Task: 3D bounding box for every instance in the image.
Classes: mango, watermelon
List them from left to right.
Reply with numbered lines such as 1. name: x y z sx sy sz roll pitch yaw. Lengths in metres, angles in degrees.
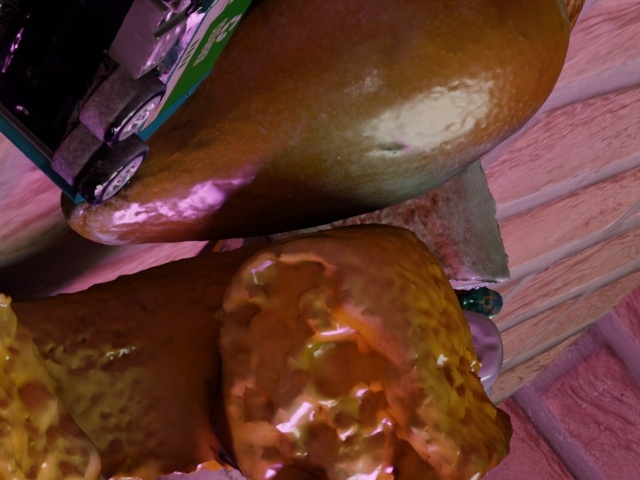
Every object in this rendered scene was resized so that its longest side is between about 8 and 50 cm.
1. mango: -0.003 -0.077 1.146 0.316 0.146 0.193 -28 168 -1
2. watermelon: 0.030 -0.024 1.429 0.241 0.154 0.094 -10 180 -44

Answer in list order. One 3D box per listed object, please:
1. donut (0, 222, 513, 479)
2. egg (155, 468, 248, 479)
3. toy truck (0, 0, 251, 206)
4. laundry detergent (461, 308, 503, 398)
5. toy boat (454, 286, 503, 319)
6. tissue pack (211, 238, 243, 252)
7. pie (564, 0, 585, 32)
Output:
1. donut: -0.120 0.092 1.187 0.435 0.163 0.377 -13 -178 -18
2. egg: -0.083 0.218 1.979 0.181 0.141 0.141 -35 167 -3
3. toy truck: -0.089 -0.113 0.866 0.124 0.114 0.253 -44 175 -41
4. laundry detergent: 0.086 0.167 2.175 0.214 0.105 0.280 0 154 -6
5. toy boat: 0.118 0.128 2.299 0.099 0.108 0.293 5 153 -17
6. tissue pack: 0.000 0.000 1.551 0.169 0.082 0.120 -21 154 -50
7. pie: 0.135 -0.148 1.414 0.163 0.079 0.193 -37 167 -29
